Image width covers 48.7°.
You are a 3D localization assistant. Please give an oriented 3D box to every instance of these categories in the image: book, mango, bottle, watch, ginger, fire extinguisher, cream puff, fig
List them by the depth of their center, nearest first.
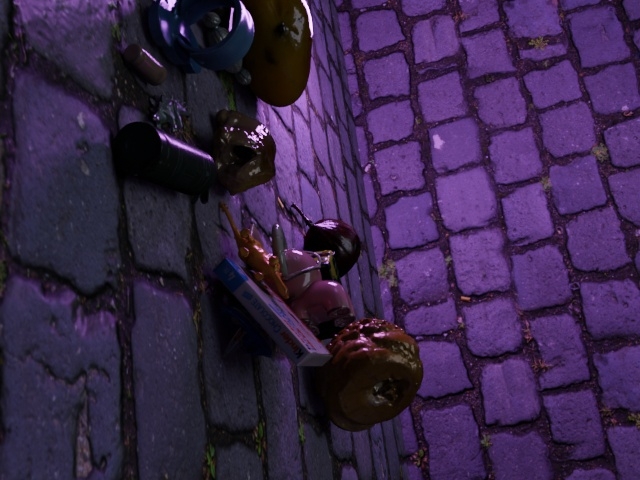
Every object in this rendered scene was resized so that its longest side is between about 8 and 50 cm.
[{"bbox_3d":[-0.273,-0.136,1.338,0.311,0.095,0.114,12,89,-75],"label":"fire extinguisher"},{"bbox_3d":[-0.336,-0.337,1.355,0.096,0.045,0.045,42,37,-67],"label":"bottle"},{"bbox_3d":[-0.248,-0.466,1.514,0.211,0.193,0.211,-10,90,-78],"label":"watch"},{"bbox_3d":[-0.193,-0.221,1.692,0.221,0.130,0.275,69,13,8],"label":"ginger"},{"bbox_3d":[-0.167,0.020,1.805,0.111,0.014,0.077,-86,159,-50],"label":"book"},{"bbox_3d":[-0.136,-0.540,1.998,0.445,0.220,0.301,104,-27,-74],"label":"mango"},{"bbox_3d":[0.135,0.386,2.098,0.231,0.327,0.343,57,-45,52],"label":"cream puff"},{"bbox_3d":[0.016,0.003,2.259,0.249,0.186,0.204,54,44,-44],"label":"fig"}]

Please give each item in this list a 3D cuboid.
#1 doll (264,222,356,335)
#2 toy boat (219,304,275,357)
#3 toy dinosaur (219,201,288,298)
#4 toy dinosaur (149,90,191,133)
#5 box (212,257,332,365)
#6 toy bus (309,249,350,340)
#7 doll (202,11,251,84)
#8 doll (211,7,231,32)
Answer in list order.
[{"bbox_3d":[-0.046,0.103,1.814,0.284,0.216,0.268,59,15,-62],"label":"doll"},{"bbox_3d":[-0.172,0.207,1.501,0.110,0.091,0.175,-55,129,-34],"label":"toy boat"},{"bbox_3d":[-0.151,0.032,1.619,0.288,0.070,0.117,49,-8,26],"label":"toy dinosaur"},{"bbox_3d":[-0.302,-0.261,1.439,0.209,0.039,0.082,-42,118,-76],"label":"toy dinosaur"},{"bbox_3d":[-0.098,0.165,1.556,0.273,0.048,0.265,47,1,14],"label":"box"},{"bbox_3d":[0.006,0.161,2.165,0.150,0.128,0.262,-80,156,-62],"label":"toy bus"},{"bbox_3d":[-0.247,-0.495,1.824,0.214,0.071,0.103,58,-2,-34],"label":"doll"},{"bbox_3d":[-0.264,-0.606,1.867,0.139,0.057,0.165,-104,-174,-79],"label":"doll"}]
